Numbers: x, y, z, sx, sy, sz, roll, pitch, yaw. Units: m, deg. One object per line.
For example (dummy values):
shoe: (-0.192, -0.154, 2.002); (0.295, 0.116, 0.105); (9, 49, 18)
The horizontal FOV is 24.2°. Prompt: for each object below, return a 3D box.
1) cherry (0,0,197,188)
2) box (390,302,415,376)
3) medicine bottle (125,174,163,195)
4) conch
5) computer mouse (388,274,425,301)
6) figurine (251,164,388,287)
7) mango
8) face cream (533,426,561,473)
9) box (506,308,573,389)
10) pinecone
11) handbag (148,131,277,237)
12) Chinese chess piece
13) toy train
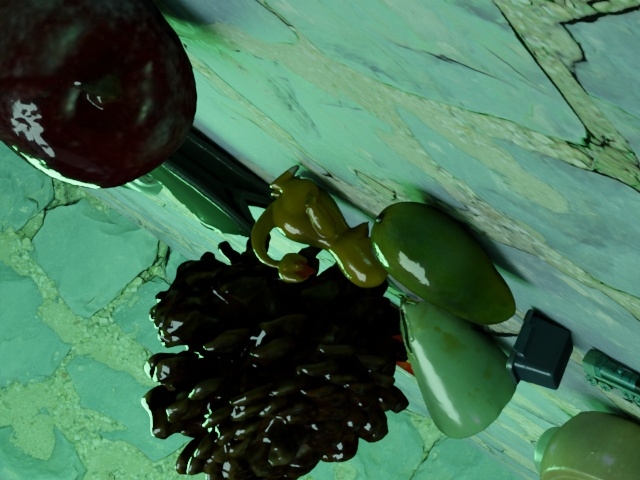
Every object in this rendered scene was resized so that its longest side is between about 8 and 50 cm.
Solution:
cherry: (-0.238, -0.168, 1.457); (0.230, 0.203, 0.300); (37, -174, -29)
box: (0.113, 0.148, 2.394); (0.240, 0.074, 0.153); (33, 176, 6)
medicine bottle: (-0.305, -0.128, 2.421); (0.121, 0.083, 0.229); (40, 170, -21)
conch: (0.165, 0.154, 2.018); (0.137, 0.143, 0.250); (-29, 109, 35)
computer mouse: (0.108, 0.035, 1.821); (0.096, 0.039, 0.066); (46, 169, -19)
figurine: (-0.001, 0.004, 1.771); (0.176, 0.122, 0.121); (35, 170, 8)
mango: (0.120, 0.026, 1.525); (0.122, 0.085, 0.191); (24, 167, 40)
face cream: (0.439, 0.335, 2.109); (0.314, 0.089, 0.143); (13, 155, 51)
box: (0.249, 0.127, 1.673); (0.054, 0.074, 0.099); (18, 167, 17)
pinecone: (-0.063, 0.159, 2.136); (0.398, 0.398, 0.398); (34, 172, 5)
handbag: (-0.196, -0.106, 2.109); (0.260, 0.079, 0.247); (38, 171, -18)
Chinese chess piece: (0.405, 0.332, 1.946); (0.251, 0.097, 0.251); (31, 156, 16)
toy train: (0.328, 0.151, 1.631); (0.092, 0.029, 0.045); (25, 152, 36)
